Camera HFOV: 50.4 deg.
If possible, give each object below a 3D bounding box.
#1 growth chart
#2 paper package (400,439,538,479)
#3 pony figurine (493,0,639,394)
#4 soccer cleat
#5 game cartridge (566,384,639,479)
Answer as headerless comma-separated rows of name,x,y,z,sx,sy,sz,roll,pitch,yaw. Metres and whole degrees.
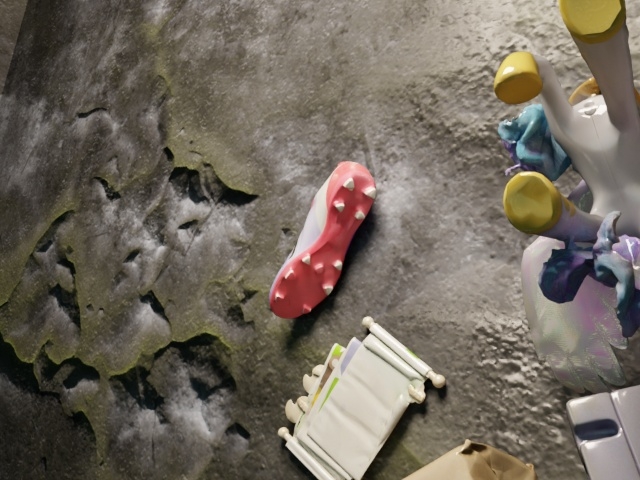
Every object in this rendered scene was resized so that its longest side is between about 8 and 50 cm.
growth chart,0.041,0.220,0.911,0.172,0.021,0.237,44,107,39
paper package,0.112,0.420,0.677,0.324,0.168,0.310,-40,48,24
pony figurine,0.282,-0.029,0.607,0.302,0.363,0.351,-19,81,31
soccer cleat,0.000,0.000,0.983,0.248,0.083,0.095,-61,20,15
game cartridge,0.324,0.245,0.434,0.230,0.068,0.355,-13,47,10
